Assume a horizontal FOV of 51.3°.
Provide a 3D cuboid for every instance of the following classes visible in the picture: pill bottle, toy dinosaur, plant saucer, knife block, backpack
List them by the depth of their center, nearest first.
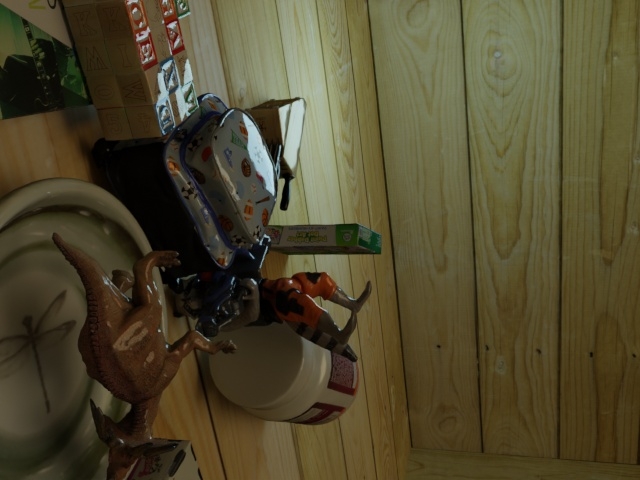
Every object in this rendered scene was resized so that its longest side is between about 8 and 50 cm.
[{"bbox_3d":[-0.216,0.135,0.743,0.200,0.127,0.296,-63,143,-43],"label":"toy dinosaur"},{"bbox_3d":[-0.318,0.130,0.771,0.400,0.100,0.400,-1,90,-72],"label":"plant saucer"},{"bbox_3d":[-0.190,-0.106,1.053,0.263,0.213,0.276,-86,163,-53],"label":"backpack"},{"bbox_3d":[-0.065,0.264,1.385,0.392,0.224,0.224,47,45,-66],"label":"pill bottle"},{"bbox_3d":[-0.100,-0.191,1.525,0.276,0.088,0.242,-51,138,-65],"label":"knife block"}]

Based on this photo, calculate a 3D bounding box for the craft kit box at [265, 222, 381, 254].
[{"bbox_3d":[0.000,0.000,1.574,0.250,0.246,0.061,18,75,-72],"label":"craft kit box"}]

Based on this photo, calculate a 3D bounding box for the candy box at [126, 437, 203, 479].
[{"bbox_3d":[-0.219,0.425,0.951,0.159,0.071,0.233,-61,146,-59],"label":"candy box"}]

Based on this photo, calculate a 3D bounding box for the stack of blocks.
[{"bbox_3d":[-0.245,-0.300,0.867,0.171,0.087,0.297,-63,148,-59],"label":"stack of blocks"}]

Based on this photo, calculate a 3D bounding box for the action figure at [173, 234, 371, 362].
[{"bbox_3d":[-0.099,0.123,1.115,0.341,0.330,0.178,-62,157,-62],"label":"action figure"}]

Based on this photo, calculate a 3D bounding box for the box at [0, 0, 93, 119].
[{"bbox_3d":[-0.351,-0.259,0.754,0.322,0.058,0.232,-46,133,-66],"label":"box"}]
